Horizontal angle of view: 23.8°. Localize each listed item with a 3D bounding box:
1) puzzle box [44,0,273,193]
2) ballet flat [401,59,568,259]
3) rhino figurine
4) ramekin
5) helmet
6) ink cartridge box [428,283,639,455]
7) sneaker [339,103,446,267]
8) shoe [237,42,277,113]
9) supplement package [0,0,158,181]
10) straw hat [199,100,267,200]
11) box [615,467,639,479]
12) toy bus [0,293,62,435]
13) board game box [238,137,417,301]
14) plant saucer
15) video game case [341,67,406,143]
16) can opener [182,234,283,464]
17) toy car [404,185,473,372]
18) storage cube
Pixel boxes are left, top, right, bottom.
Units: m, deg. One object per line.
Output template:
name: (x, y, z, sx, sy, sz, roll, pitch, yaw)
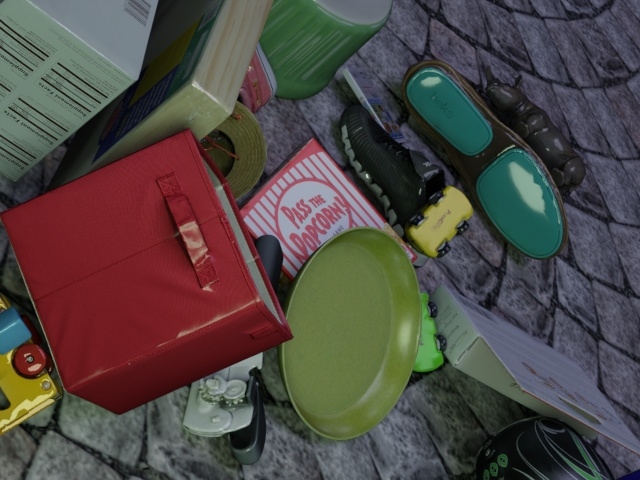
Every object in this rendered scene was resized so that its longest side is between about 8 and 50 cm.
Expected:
puzzle box: (-0.152, -0.192, 1.607, 0.052, 0.272, 0.409, 40, 38, -20)
ballet flat: (0.242, -0.125, 2.201, 0.342, 0.116, 0.124, 48, 15, -4)
rhino figurine: (0.324, -0.168, 2.347, 0.243, 0.073, 0.106, 56, 38, 3)
ramekin: (-0.046, -0.350, 1.976, 0.303, 0.148, 0.303, 31, 41, -32)
helmet: (0.273, 0.308, 1.806, 0.169, 0.169, 0.161, 20, 32, -41)
ink cartridge box: (0.273, 0.187, 1.913, 0.275, 0.060, 0.239, 30, 17, -33)
sneaker: (0.111, -0.088, 1.987, 0.078, 0.106, 0.234, -10, 70, -55)
shoe: (-0.117, -0.230, 1.838, 0.178, 0.063, 0.081, 63, 37, -21)
supplement package: (-0.283, -0.208, 1.517, 0.149, 0.203, 0.194, 37, 39, -26)
straw hat: (-0.125, -0.091, 1.734, 0.061, 0.144, 0.144, 85, -14, -68)
box: (0.472, 0.381, 2.066, 0.126, 0.072, 0.137, 10, 54, -48)
toy bus: (-0.311, 0.083, 1.329, 0.202, 0.104, 0.191, 47, -14, 48)
board game box: (0.000, 0.000, 1.778, 0.193, 0.045, 0.147, 48, 63, -10)
plant saucer: (0.027, 0.102, 1.701, 0.241, 0.037, 0.241, -10, 104, -49)
video game case: (0.074, -0.183, 2.085, 0.122, 0.011, 0.087, 58, 16, 4)
can opener: (-0.089, 0.110, 1.624, 0.093, 0.074, 0.280, 73, 18, -44)
toy car: (0.096, 0.055, 1.869, 0.239, 0.053, 0.225, -9, 82, -27)
storage cube: (-0.157, 0.037, 1.420, 0.215, 0.193, 0.184, 64, 2, -75)
